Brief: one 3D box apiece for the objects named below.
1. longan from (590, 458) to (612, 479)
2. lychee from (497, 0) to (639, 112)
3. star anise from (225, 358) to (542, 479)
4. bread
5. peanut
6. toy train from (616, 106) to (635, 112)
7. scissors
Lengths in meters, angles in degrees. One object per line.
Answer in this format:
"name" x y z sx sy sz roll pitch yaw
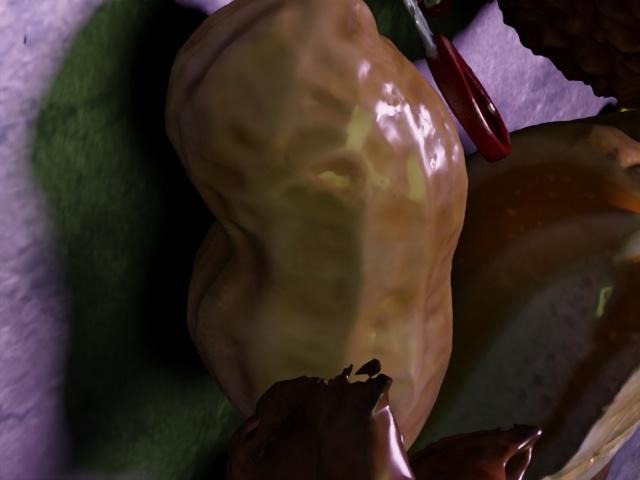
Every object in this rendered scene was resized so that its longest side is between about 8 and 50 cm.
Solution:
"longan" 0.222 0.201 1.398 0.113 0.092 0.113 -23 139 -22
"lychee" 0.222 -0.174 0.855 0.271 0.271 0.271 -43 147 -36
"star anise" -0.040 0.167 0.699 0.346 0.148 0.237 -13 120 -8
"bread" 0.156 0.031 0.982 0.341 0.210 0.300 -22 153 -52
"peanut" 0.000 0.000 0.750 0.147 0.147 0.305 -42 148 -37
"toy train" 0.311 -0.096 1.296 0.225 0.090 0.137 -50 158 -25
"scissors" 0.030 -0.139 0.724 0.017 0.144 0.248 -26 149 15
